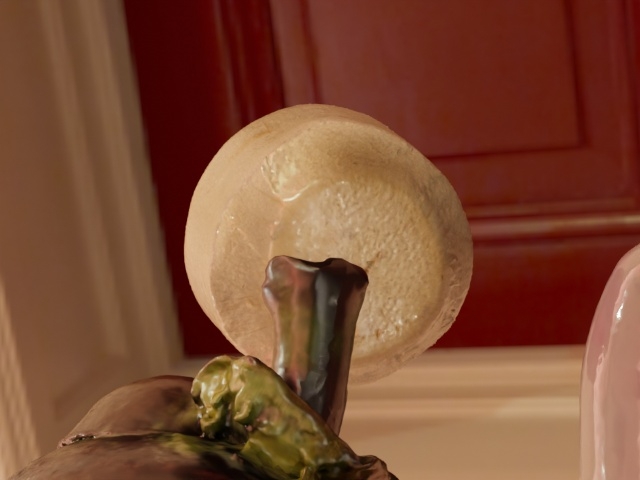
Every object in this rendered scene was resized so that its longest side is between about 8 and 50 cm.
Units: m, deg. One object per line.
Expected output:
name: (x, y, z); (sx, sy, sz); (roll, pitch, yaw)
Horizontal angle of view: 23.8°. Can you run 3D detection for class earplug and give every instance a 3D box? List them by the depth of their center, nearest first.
earplug: (0.261, 0.144, 1.117); (0.172, 0.172, 0.301); (-39, -52, -66)

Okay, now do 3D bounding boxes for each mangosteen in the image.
mangosteen: (-0.043, 0.143, 0.651); (0.231, 0.231, 0.289); (16, -86, -69)

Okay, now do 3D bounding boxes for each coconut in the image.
coconut: (0.000, 0.000, 1.335); (0.266, 0.237, 0.237); (-146, 49, -77)
